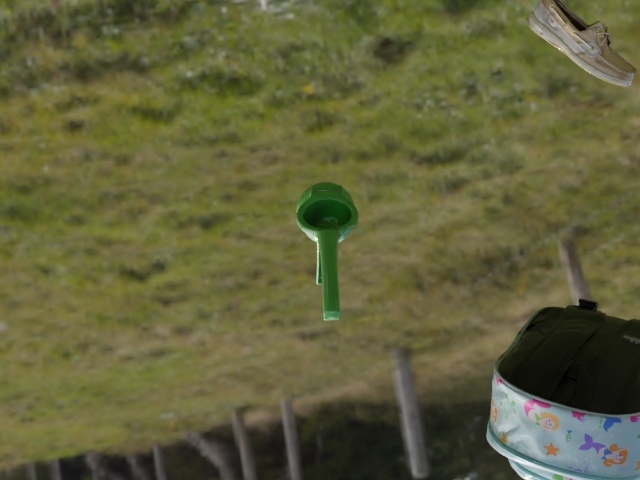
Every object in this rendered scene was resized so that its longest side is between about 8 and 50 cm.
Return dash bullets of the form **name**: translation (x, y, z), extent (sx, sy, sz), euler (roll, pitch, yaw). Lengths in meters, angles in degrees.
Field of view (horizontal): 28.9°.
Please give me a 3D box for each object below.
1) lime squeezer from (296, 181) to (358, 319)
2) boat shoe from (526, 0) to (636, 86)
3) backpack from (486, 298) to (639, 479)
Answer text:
- **lime squeezer**: translation (0.000, 0.000, 1.160), extent (0.059, 0.110, 0.310), euler (16, -177, -3)
- **boat shoe**: translation (0.361, -0.273, 1.683), extent (0.059, 0.170, 0.063), euler (-58, 173, 30)
- **backpack**: translation (0.317, 0.197, 1.485), extent (0.225, 0.191, 0.253), euler (14, -161, 24)
